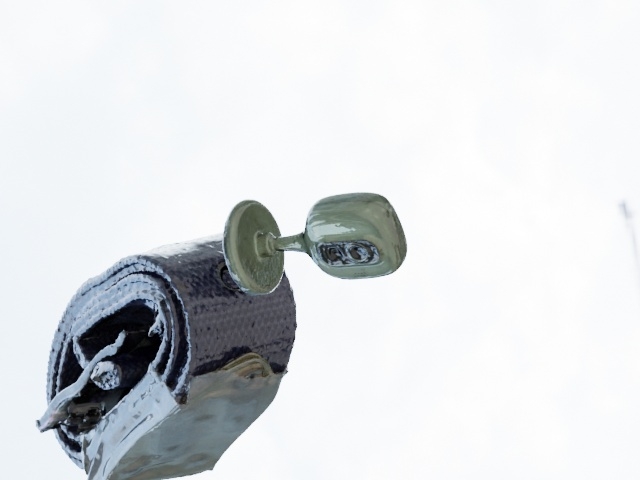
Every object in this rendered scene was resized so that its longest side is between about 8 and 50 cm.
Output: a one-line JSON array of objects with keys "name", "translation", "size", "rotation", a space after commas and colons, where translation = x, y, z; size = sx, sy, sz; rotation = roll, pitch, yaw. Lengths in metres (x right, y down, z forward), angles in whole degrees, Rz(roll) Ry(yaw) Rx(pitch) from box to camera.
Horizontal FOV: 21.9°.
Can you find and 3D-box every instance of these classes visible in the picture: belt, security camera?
[{"name": "belt", "translation": [-0.119, 0.087, 1.187], "size": [0.126, 0.230, 0.140], "rotation": [-10, -114, -38]}, {"name": "security camera", "translation": [0.000, 0.000, 0.890], "size": [0.058, 0.092, 0.058], "rotation": [22, -116, -56]}]
